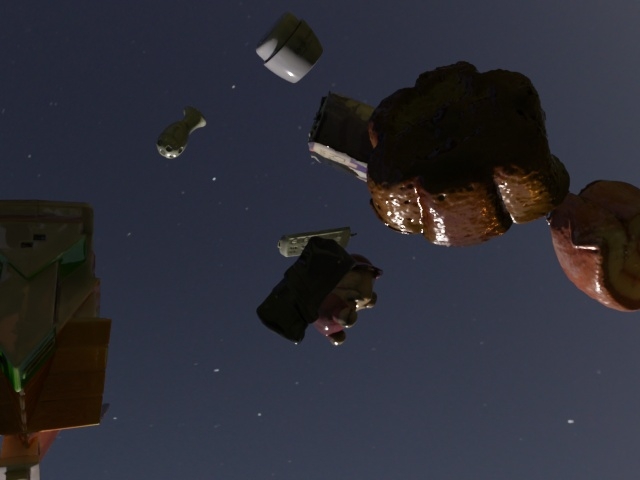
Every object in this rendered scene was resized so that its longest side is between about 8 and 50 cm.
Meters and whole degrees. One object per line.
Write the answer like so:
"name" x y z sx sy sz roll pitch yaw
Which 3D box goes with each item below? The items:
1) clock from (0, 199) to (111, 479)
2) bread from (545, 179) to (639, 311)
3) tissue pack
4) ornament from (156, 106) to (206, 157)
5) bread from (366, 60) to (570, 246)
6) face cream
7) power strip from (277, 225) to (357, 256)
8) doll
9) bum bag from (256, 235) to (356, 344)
"clock" -0.346 0.129 0.714 0.166 0.235 0.310 1 -146 -20
"bread" 0.469 0.005 0.920 0.244 0.123 0.190 16 -75 -31
"tissue pack" 0.147 -0.158 1.109 0.343 0.242 0.126 20 -88 0
"ornament" -0.374 -0.285 1.536 0.074 0.081 0.156 30 -124 4
"bread" 0.170 -0.116 0.740 0.135 0.246 0.232 50 -151 -55
"face cream" -0.061 -0.379 1.141 0.104 0.117 0.117 41 -125 -22
"power strip" 0.000 0.000 1.593 0.252 0.027 0.060 -8 -56 -30
"doll" 0.077 0.148 1.592 0.152 0.196 0.256 47 -131 -22
"bum bag" -0.029 0.102 1.259 0.123 0.060 0.248 34 -117 10
